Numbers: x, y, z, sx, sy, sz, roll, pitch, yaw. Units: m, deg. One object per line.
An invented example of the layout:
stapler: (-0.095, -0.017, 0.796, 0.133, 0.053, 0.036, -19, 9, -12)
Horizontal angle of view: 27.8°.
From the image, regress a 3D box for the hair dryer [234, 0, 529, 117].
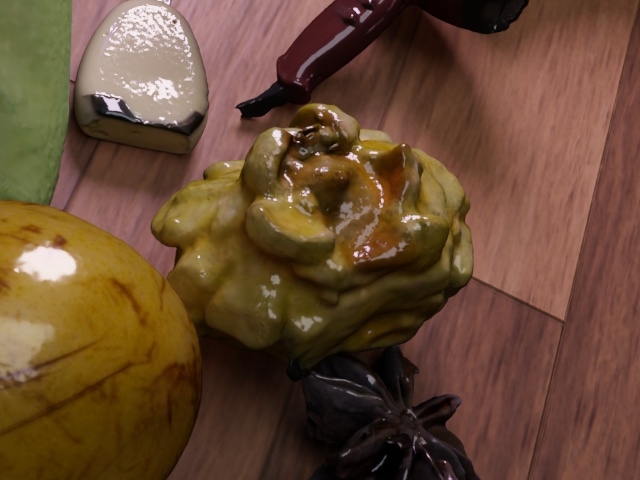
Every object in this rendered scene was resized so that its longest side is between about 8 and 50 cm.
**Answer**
hair dryer: (0.013, -0.259, 1.320, 0.340, 0.123, 0.312, -42, 63, -14)

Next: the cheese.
cheese: (-0.164, -0.205, 1.243, 0.127, 0.054, 0.251, 11, 62, -18)

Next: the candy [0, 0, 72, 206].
candy: (-0.296, -0.163, 1.132, 0.142, 0.132, 0.343, 38, 47, -56)

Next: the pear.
pear: (-0.228, 0.107, 0.946, 0.281, 0.281, 0.280, 9, 64, -19)

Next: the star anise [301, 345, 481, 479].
star anise: (0.051, 0.178, 1.123, 0.231, 0.089, 0.209, 2, 44, -40)

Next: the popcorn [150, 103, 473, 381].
popcorn: (0.000, 0.000, 1.104, 0.286, 0.252, 0.215, -17, 88, -32)
